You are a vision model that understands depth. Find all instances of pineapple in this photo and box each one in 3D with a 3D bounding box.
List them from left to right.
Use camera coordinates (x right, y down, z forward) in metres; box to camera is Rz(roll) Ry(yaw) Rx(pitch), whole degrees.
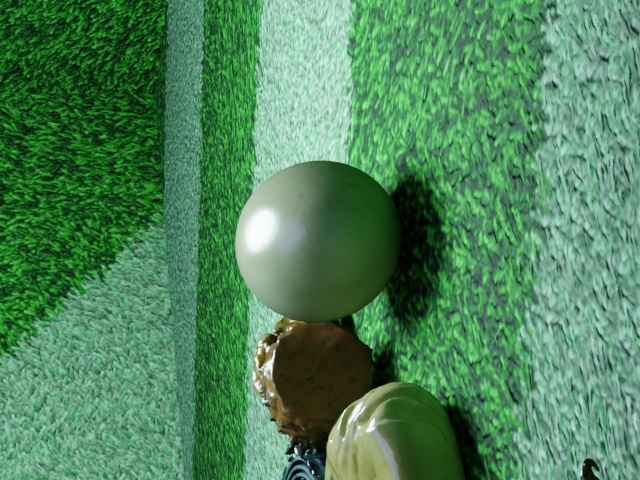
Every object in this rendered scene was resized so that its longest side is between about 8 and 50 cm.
[{"bbox_3d":[0.002,0.202,1.865,0.279,0.157,0.158,85,180,-70],"label":"pineapple"}]

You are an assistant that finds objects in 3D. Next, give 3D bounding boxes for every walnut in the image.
[{"bbox_3d":[-0.038,0.140,1.981,0.170,0.069,0.143,-52,-13,-27],"label":"walnut"}]

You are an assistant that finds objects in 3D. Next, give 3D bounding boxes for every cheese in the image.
[{"bbox_3d":[0.084,0.267,1.532,0.214,0.117,0.226,122,140,-61],"label":"cheese"}]

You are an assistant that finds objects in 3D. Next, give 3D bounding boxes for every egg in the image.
[{"bbox_3d":[0.000,0.000,1.703,0.253,0.188,0.189,154,115,-72],"label":"egg"}]

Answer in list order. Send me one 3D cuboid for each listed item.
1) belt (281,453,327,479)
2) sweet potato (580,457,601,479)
[{"bbox_3d":[0.019,0.364,1.799,0.267,0.116,0.206,-130,44,-67],"label":"belt"},{"bbox_3d":[0.227,0.274,0.973,0.075,0.074,0.269,106,150,-52],"label":"sweet potato"}]
